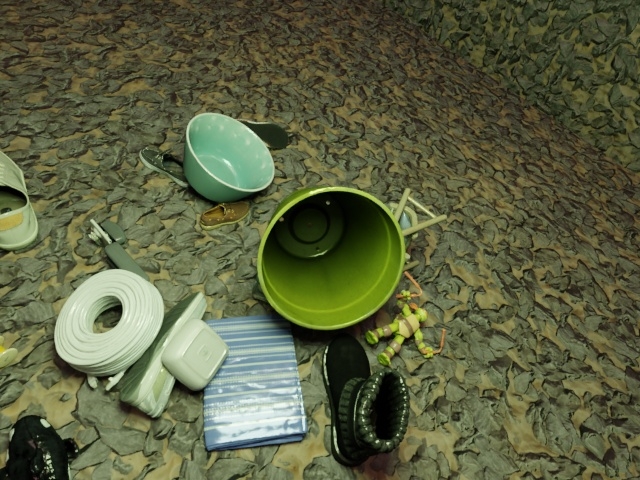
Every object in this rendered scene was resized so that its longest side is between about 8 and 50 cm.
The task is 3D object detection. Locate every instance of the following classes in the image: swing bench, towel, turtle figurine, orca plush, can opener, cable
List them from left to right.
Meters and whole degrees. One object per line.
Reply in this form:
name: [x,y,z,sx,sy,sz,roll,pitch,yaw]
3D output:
orca plush: [-0.570,0.473,0.840,0.151,0.102,0.287,-4,53,-18]
cable: [-0.517,0.194,1.046,0.257,0.089,0.257,34,71,26]
can opener: [-0.566,0.034,1.214,0.093,0.074,0.280,-31,65,-34]
towel: [-0.175,0.350,1.100,0.243,0.040,0.336,-2,51,-14]
swing bench: [0.223,0.021,1.326,0.165,0.253,0.254,39,52,17]
turtle figurine: [0.233,0.242,1.236,0.217,0.087,0.270,-29,102,-24]

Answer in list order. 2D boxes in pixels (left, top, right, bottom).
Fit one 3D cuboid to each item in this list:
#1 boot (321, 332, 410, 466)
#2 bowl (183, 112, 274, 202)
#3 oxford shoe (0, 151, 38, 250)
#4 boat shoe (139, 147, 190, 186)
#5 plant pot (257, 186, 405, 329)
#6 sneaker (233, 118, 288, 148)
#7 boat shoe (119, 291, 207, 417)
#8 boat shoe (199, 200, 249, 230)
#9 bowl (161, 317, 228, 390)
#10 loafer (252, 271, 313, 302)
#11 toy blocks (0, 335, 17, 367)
boot: [0.101,0.343,1.026,0.131,0.260,0.348,2,52,-13]
bowl: [-0.325,-0.248,1.415,0.311,0.163,0.312,24,46,-28]
oxford shoe: [-0.949,-0.164,1.236,0.169,0.130,0.449,-27,62,-30]
boat shoe: [-0.527,-0.267,1.467,0.228,0.076,0.080,35,52,13]
plant pot: [0.000,0.000,1.195,0.366,0.367,0.353,4,17,-12]
sneaker: [-0.262,-0.417,1.648,0.270,0.090,0.145,-1,16,-44]
boat shoe: [-0.367,0.270,1.068,0.103,0.118,0.320,48,40,-27]
boat shoe: [-0.307,-0.090,1.394,0.178,0.060,0.064,-24,62,-30]
bowl: [-0.290,0.272,1.028,0.142,0.053,0.142,53,47,-22]
loafer: [-0.072,0.175,1.249,0.267,0.084,0.096,25,19,1]
toy blocks: [-0.804,0.254,0.985,0.148,0.054,0.123,34,51,12]
